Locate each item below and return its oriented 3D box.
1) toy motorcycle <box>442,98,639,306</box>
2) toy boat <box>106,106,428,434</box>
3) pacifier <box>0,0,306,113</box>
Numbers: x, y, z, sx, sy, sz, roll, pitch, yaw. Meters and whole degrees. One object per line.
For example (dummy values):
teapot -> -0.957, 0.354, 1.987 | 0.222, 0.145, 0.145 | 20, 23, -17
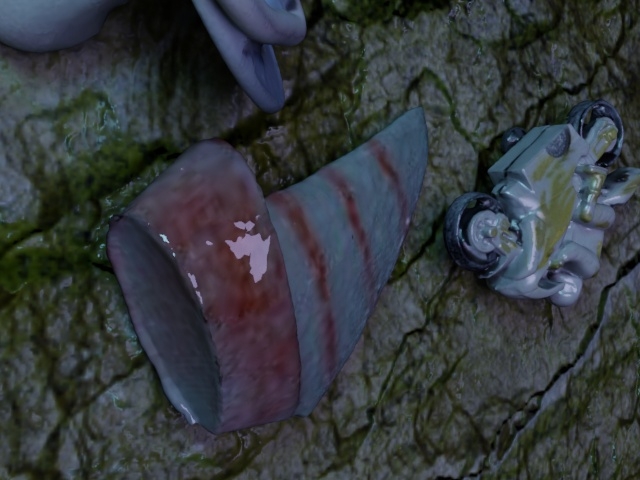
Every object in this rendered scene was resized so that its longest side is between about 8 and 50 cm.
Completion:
toy motorcycle -> 0.197, -0.019, 0.685 | 0.229, 0.074, 0.151 | -36, 110, -28
toy boat -> 0.000, 0.000, 0.573 | 0.282, 0.096, 0.206 | -36, 114, -39
pacifier -> -0.119, -0.186, 0.460 | 0.207, 0.227, 0.278 | -20, 102, 11
